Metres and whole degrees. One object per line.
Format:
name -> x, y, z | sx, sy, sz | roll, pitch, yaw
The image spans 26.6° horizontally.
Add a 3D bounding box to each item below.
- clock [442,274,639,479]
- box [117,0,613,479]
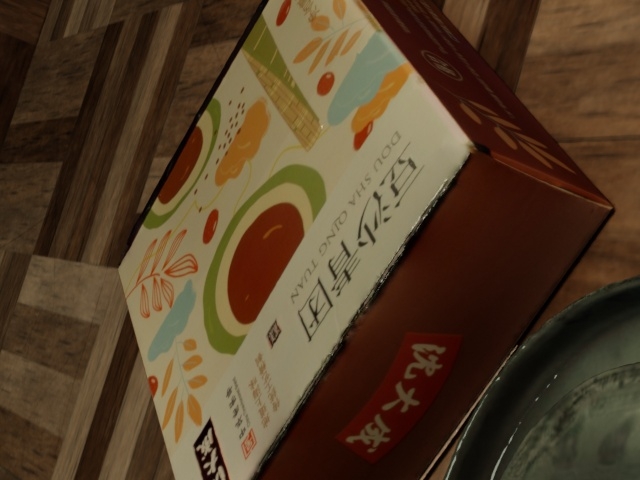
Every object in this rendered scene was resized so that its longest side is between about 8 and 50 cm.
clock -> 0.165, 0.174, 0.674 | 0.319, 0.066, 0.319 | -40, 39, 43
box -> 0.000, 0.000, 1.022 | 0.344, 0.122, 0.385 | -58, 30, 20
